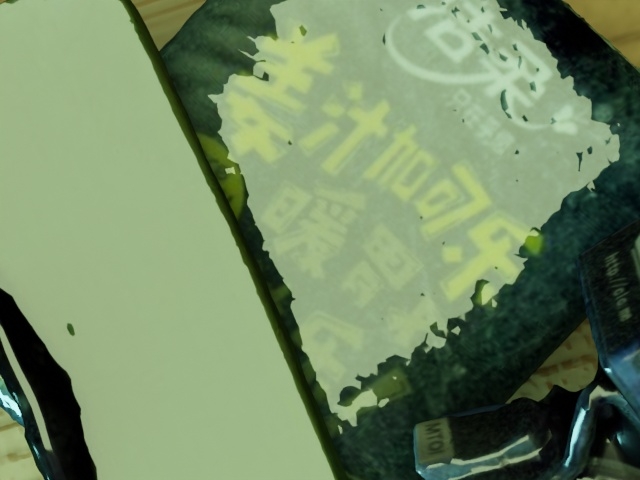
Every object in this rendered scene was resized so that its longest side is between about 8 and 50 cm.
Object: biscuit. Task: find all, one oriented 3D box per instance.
[{"bbox_3d":[-0.050,0.068,0.598,0.099,0.038,0.322,-23,93,2],"label":"biscuit"}]

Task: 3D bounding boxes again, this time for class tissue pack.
[{"bbox_3d":[0.000,0.000,0.648,0.185,0.081,0.257,43,95,-1],"label":"tissue pack"}]

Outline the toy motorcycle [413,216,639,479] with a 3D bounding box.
[{"bbox_3d":[0.176,0.156,0.594,0.212,0.125,0.358,-33,112,17],"label":"toy motorcycle"}]
